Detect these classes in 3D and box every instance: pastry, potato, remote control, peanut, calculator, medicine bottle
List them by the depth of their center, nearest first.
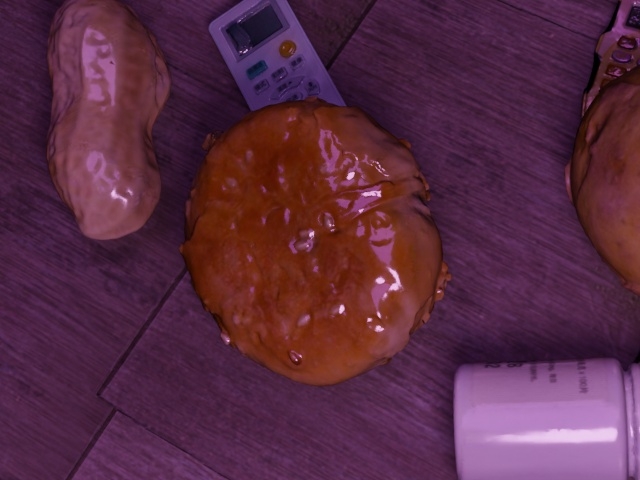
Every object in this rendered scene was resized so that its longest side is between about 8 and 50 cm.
[{"bbox_3d":[0.265,0.191,1.608,0.252,0.144,0.144,-3,68,11],"label":"medicine bottle"},{"bbox_3d":[0.374,-0.057,1.652,0.237,0.301,0.289,13,51,38],"label":"potato"},{"bbox_3d":[0.000,0.000,1.697,0.284,0.184,0.316,-33,75,18],"label":"pastry"},{"bbox_3d":[0.393,-0.197,1.805,0.157,0.033,0.236,19,75,15],"label":"calculator"},{"bbox_3d":[-0.253,-0.148,1.835,0.149,0.149,0.313,-3,68,8],"label":"peanut"},{"bbox_3d":[-0.032,-0.171,1.851,0.103,0.051,0.293,-32,65,9],"label":"remote control"}]
